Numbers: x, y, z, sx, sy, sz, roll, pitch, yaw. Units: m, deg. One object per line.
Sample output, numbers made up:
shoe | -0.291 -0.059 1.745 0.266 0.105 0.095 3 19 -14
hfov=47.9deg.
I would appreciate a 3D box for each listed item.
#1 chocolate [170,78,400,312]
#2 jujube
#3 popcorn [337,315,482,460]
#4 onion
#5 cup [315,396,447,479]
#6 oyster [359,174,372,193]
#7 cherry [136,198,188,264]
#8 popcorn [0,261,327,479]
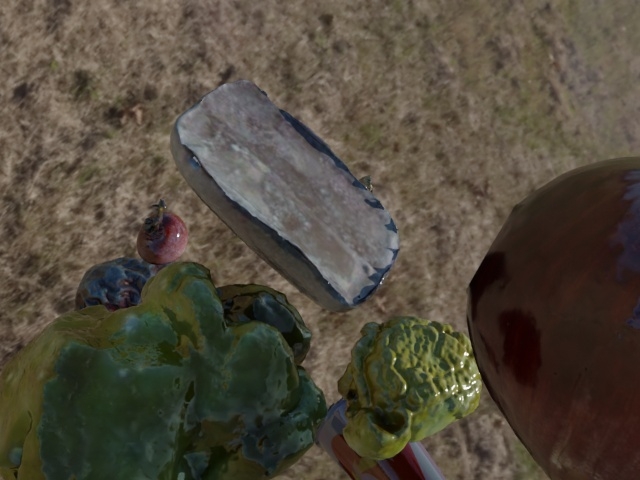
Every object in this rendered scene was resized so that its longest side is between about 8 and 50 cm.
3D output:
chocolate | -0.046 -0.047 0.864 0.303 0.100 0.185 45 45 -5
jujube | -0.398 0.151 1.642 0.317 0.226 0.226 3 67 -13
popcorn | 0.145 0.236 1.261 0.286 0.173 0.225 -18 67 -27
onion | 0.283 0.074 0.623 0.341 0.341 0.341 20 58 -37
cup | 0.143 0.464 1.492 0.203 0.203 0.288 2 34 -44
oyster | 0.130 -0.149 2.054 0.080 0.038 0.083 -98 -177 -49
cherry | -0.302 -0.011 1.344 0.090 0.225 0.107 38 80 6
popcorn | -0.138 0.145 0.615 0.276 0.276 0.225 -13 52 -47
